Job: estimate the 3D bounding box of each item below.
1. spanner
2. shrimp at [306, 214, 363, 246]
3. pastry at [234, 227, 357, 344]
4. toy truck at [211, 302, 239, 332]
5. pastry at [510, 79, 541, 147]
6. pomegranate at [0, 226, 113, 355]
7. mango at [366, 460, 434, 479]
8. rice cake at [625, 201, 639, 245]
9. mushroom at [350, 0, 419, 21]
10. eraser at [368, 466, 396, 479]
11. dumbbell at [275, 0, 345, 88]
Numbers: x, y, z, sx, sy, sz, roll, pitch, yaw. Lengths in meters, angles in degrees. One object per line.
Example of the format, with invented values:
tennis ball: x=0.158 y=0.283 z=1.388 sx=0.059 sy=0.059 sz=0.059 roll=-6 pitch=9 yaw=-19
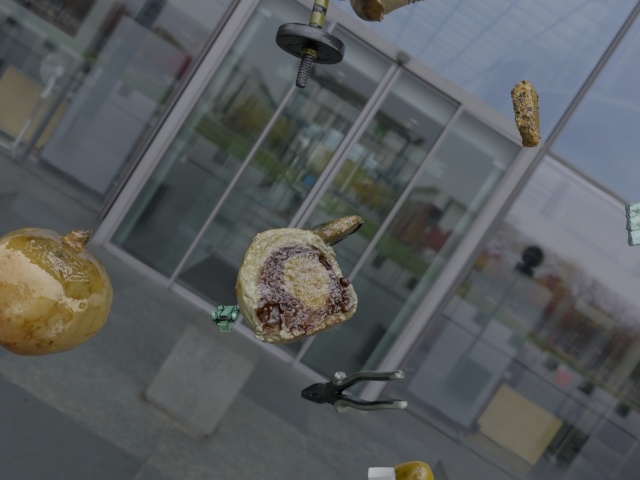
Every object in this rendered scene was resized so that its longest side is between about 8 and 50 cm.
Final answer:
spanner: x=0.069 y=0.348 z=1.781 sx=0.040 sy=0.095 sz=0.325 roll=4 pitch=-13 yaw=-44
shrimp: x=-0.001 y=-0.001 z=2.059 sx=0.058 sy=0.253 sz=0.173 roll=63 pitch=-9 yaw=14
pastry: x=-0.072 y=0.109 z=1.632 sx=0.256 sy=0.170 sz=0.236 roll=-14 pitch=66 yaw=-32
toy truck: x=-0.291 y=0.244 z=2.413 sx=0.080 sy=0.078 sz=0.154 roll=-1 pitch=7 yaw=1
pastry: x=0.454 y=-0.278 z=1.698 sx=0.056 sy=0.140 sz=0.080 roll=-8 pitch=-29 yaw=27
pomegranate: x=-0.666 y=0.105 z=1.856 sx=0.343 sy=0.342 sz=0.342 roll=33 pitch=4 yaw=-3
mango: x=0.162 y=0.555 z=1.684 sx=0.137 sy=0.195 sz=0.098 roll=37 pitch=-13 yaw=48
rice cake: x=0.886 y=-0.056 z=1.960 sx=0.211 sy=0.124 sz=0.038 roll=-5 pitch=-2 yaw=2
mushroom: x=0.205 y=-0.401 z=1.076 sx=0.123 sy=0.351 sz=0.095 roll=-4 pitch=74 yaw=-81
eraser: x=0.124 y=0.484 z=1.480 sx=0.052 sy=0.122 sz=0.029 roll=-5 pitch=34 yaw=10
dumbbell: x=-0.002 y=-0.463 z=1.557 sx=0.143 sy=0.325 sz=0.143 roll=14 pitch=-6 yaw=1
